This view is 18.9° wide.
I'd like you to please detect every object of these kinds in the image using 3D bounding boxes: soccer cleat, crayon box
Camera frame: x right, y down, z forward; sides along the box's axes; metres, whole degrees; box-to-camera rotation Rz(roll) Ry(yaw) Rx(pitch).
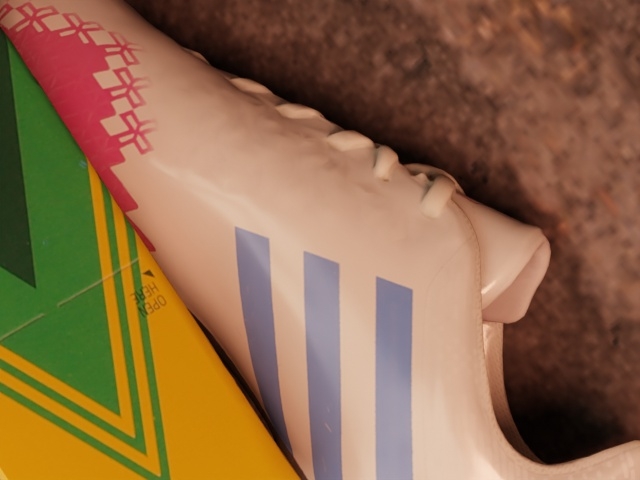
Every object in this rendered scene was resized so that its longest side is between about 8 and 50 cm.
[{"bbox_3d":[0.000,0.000,0.747,0.143,0.116,0.331,-38,81,9],"label":"soccer cleat"},{"bbox_3d":[-0.201,0.038,0.796,0.313,0.106,0.363,56,146,2],"label":"crayon box"}]
